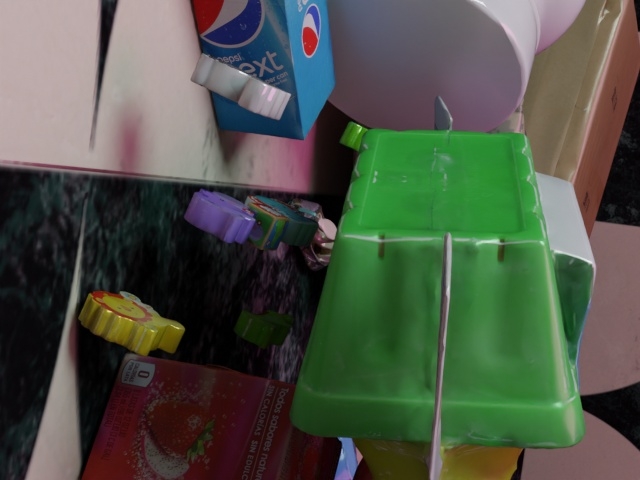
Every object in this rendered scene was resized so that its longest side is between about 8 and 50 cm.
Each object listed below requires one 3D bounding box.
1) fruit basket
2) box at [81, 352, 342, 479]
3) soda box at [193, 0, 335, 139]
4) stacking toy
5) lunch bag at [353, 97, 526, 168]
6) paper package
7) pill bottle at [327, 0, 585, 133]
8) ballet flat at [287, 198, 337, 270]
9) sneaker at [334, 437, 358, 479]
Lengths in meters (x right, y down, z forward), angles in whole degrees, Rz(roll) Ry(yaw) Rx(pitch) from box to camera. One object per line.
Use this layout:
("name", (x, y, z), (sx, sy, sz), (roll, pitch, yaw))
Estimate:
("fruit basket", (0.086, 0.117, 0.678), (0.327, 0.165, 0.353), (-73, 157, -67))
("box", (-0.083, 0.213, 0.646), (0.128, 0.123, 0.256), (64, 39, -61))
("soda box", (-0.041, -0.171, 0.692), (0.071, 0.067, 0.210), (-63, 154, -43))
("stacking toy", (-0.045, -0.014, 0.678), (0.167, 0.052, 0.221), (-64, 158, 8))
("lunch bag", (0.117, -0.040, 1.057), (0.287, 0.169, 0.235), (-36, 132, -76))
("paper package", (0.276, -0.152, 1.342), (0.325, 0.168, 0.309), (14, 92, -71))
("pill bottle", (0.123, -0.290, 0.877), (0.229, 0.229, 0.407), (72, 32, -53))
("ballet flat", (0.000, 0.000, 0.938), (0.114, 0.041, 0.041), (60, 42, -63))
("sneaker", (-0.018, 0.245, 0.948), (0.082, 0.069, 0.209), (48, 53, -62))
